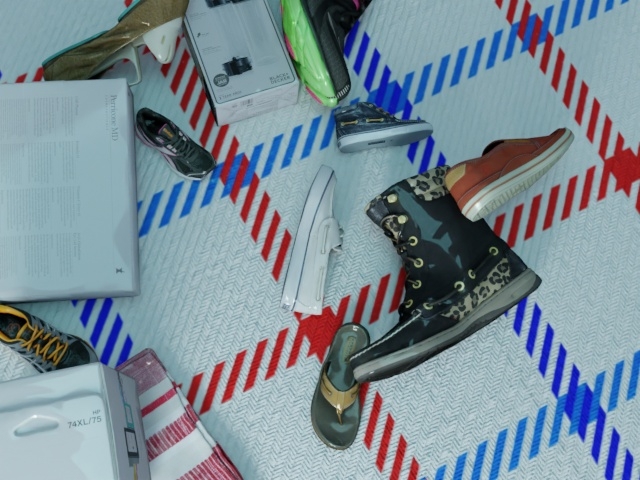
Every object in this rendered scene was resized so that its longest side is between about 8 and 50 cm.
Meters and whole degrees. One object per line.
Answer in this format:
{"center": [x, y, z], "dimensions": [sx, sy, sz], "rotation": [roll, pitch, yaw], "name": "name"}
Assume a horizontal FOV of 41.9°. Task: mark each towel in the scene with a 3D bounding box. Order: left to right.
{"center": [-0.288, 0.370, 1.367], "dimensions": [0.237, 0.037, 0.329], "rotation": [-35, 78, -12], "name": "towel"}

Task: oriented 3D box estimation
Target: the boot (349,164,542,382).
{"center": [0.163, 0.052, 1.442], "dimensions": [0.377, 0.138, 0.284], "rotation": [-27, 77, -15], "name": "boot"}

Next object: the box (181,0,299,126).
{"center": [-0.165, -0.380, 1.586], "dimensions": [0.169, 0.087, 0.290], "rotation": [-19, 75, -9], "name": "box"}

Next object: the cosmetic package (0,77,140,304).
{"center": [-0.465, -0.084, 1.447], "dimensions": [0.284, 0.097, 0.378], "rotation": [-3, 81, -3], "name": "cosmetic package"}

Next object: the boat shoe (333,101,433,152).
{"center": [0.116, -0.222, 1.564], "dimensions": [0.183, 0.065, 0.083], "rotation": [-9, 74, -5], "name": "boat shoe"}

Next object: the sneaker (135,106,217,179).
{"center": [-0.271, -0.177, 1.520], "dimensions": [0.178, 0.077, 0.072], "rotation": [32, 74, 6], "name": "sneaker"}

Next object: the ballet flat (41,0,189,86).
{"center": [-0.349, -0.353, 1.527], "dimensions": [0.342, 0.116, 0.124], "rotation": [-32, 95, 7], "name": "ballet flat"}

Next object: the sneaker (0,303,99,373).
{"center": [-0.471, 0.172, 1.394], "dimensions": [0.214, 0.083, 0.084], "rotation": [25, 71, 3], "name": "sneaker"}

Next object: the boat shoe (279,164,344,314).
{"center": [0.000, 0.000, 1.473], "dimensions": [0.088, 0.096, 0.268], "rotation": [15, 73, -3], "name": "boat shoe"}

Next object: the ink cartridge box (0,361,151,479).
{"center": [-0.376, 0.304, 1.224], "dimensions": [0.198, 0.270, 0.197], "rotation": [-11, 76, -5], "name": "ink cartridge box"}

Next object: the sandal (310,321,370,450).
{"center": [0.040, 0.241, 1.415], "dimensions": [0.089, 0.060, 0.219], "rotation": [16, 72, 2], "name": "sandal"}

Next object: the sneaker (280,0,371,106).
{"center": [0.024, -0.487, 1.583], "dimensions": [0.202, 0.185, 0.483], "rotation": [-3, 74, 0], "name": "sneaker"}

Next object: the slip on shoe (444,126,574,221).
{"center": [0.342, -0.141, 1.482], "dimensions": [0.331, 0.123, 0.101], "rotation": [-28, 72, -36], "name": "slip on shoe"}
